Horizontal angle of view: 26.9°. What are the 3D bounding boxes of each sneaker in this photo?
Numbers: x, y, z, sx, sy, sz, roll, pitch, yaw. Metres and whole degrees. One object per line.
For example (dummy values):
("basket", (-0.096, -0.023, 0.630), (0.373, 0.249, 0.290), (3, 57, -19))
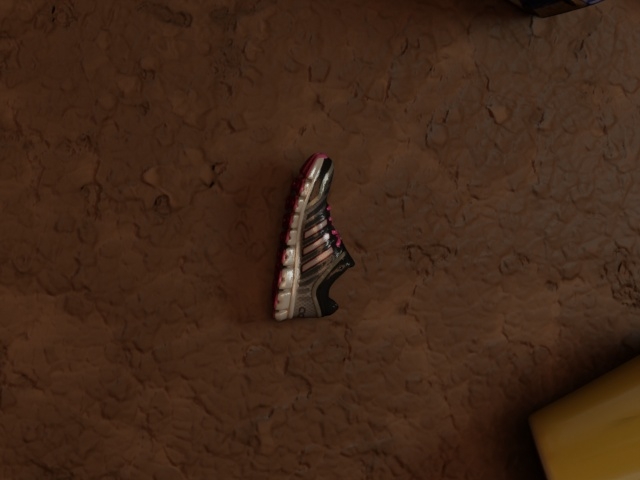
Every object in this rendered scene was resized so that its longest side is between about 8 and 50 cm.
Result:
("sneaker", (0.000, 0.000, 1.321), (0.074, 0.063, 0.171), (10, 93, -10))

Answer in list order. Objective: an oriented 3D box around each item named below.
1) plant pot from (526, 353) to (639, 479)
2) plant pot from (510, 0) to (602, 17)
("plant pot", (0.337, 0.213, 1.300), (0.238, 0.254, 0.254), (-17, 92, 6))
("plant pot", (0.213, -0.349, 1.284), (0.236, 0.236, 0.212), (29, 92, -9))
